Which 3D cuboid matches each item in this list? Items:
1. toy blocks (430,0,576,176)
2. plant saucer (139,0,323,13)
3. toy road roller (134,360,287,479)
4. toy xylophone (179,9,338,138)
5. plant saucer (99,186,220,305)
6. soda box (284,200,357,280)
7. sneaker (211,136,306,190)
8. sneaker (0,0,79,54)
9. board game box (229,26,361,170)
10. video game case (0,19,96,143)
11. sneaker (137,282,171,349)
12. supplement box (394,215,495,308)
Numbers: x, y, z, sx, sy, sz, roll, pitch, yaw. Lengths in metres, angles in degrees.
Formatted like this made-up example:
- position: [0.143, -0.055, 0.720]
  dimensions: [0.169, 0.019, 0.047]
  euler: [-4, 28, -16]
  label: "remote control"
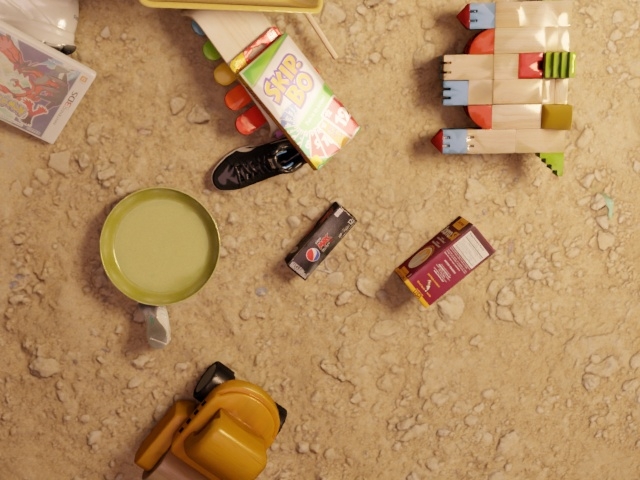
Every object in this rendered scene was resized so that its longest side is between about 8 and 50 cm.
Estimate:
- position: [0.351, -0.322, 1.491]
  dimensions: [0.260, 0.191, 0.382]
  euler: [0, 104, 5]
  label: "toy blocks"
- position: [-0.177, -0.557, 1.345]
  dimensions: [0.332, 0.081, 0.333]
  euler: [-4, 84, -20]
  label: "plant saucer"
- position: [-0.225, 0.434, 1.547]
  dimensions: [0.202, 0.240, 0.330]
  euler: [39, 96, -13]
  label: "toy road roller"
- position: [-0.108, -0.367, 1.454]
  dimensions: [0.236, 0.081, 0.323]
  euler: [-31, 103, -14]
  label: "toy xylophone"
- position: [-0.324, 0.012, 1.526]
  dimensions: [0.240, 0.037, 0.241]
  euler: [0, 91, -7]
  label: "plant saucer"
- position: [0.000, 0.000, 1.567]
  dimensions: [0.053, 0.060, 0.169]
  euler: [41, 95, -15]
  label: "soda box"
- position: [-0.118, -0.155, 1.486]
  dimensions: [0.216, 0.121, 0.079]
  euler: [-23, 103, -1]
  label: "sneaker"
- position: [-0.591, -0.443, 1.386]
  dimensions: [0.297, 0.111, 0.129]
  euler: [15, 89, -17]
  label: "sneaker"
- position: [-0.046, -0.271, 1.423]
  dimensions: [0.124, 0.039, 0.259]
  euler: [-44, 104, -12]
  label: "board game box"
- position: [-0.551, -0.291, 1.393]
  dimensions: [0.201, 0.023, 0.183]
  euler: [27, 121, -29]
  label: "video game case"
- position: [-0.346, 0.152, 1.568]
  dimensions: [0.053, 0.061, 0.152]
  euler: [-11, 85, 4]
  label: "sneaker"
- position: [0.261, 0.044, 1.585]
  dimensions: [0.188, 0.104, 0.081]
  euler: [-40, 104, 3]
  label: "supplement box"
